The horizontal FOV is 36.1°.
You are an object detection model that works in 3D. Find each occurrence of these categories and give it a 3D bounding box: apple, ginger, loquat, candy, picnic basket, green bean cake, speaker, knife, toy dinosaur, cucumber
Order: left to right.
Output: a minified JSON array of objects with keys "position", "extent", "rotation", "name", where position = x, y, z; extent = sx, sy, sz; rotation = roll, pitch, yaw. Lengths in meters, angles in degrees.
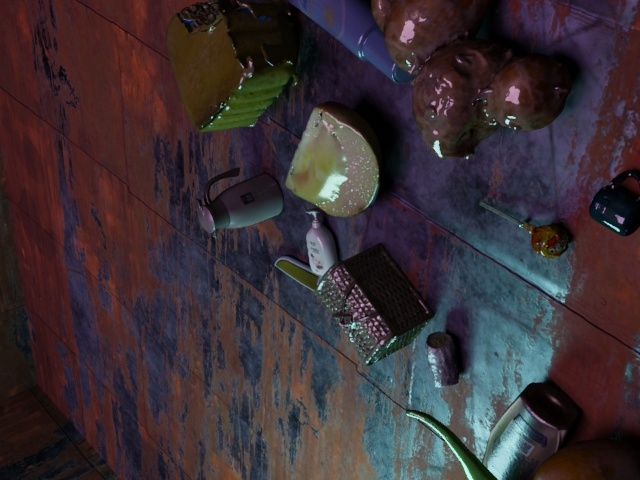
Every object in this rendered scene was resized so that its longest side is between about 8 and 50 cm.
[{"position":[-0.168,-0.400,2.040],"extent":[0.310,0.202,0.284],"rotation":[-30,73,55],"name":"green bean cake"},{"position":[-0.001,0.101,2.248],"extent":[0.343,0.027,0.061],"rotation":[26,134,44],"name":"knife"},{"position":[0.051,-0.154,1.946],"extent":[0.193,0.120,0.265],"rotation":[41,143,13],"name":"apple"},{"position":[0.101,0.135,2.016],"extent":[0.196,0.154,0.134],"rotation":[54,145,16],"name":"picnic basket"},{"position":[0.243,0.243,1.971],"extent":[0.064,0.064,0.111],"rotation":[19,128,48],"name":"cucumber"},{"position":[0.219,-0.298,1.589],"extent":[0.256,0.176,0.375],"rotation":[-46,69,36],"name":"ginger"},{"position":[0.310,0.535,1.906],"extent":[0.500,0.144,0.374],"rotation":[41,143,6],"name":"toy dinosaur"},{"position":[0.343,-0.028,1.688],"extent":[0.201,0.061,0.060],"rotation":[36,137,46],"name":"candy"},{"position":[0.461,0.430,1.671],"extent":[0.227,0.179,0.179],"rotation":[-46,69,21],"name":"loquat"},{"position":[0.456,-0.059,1.495],"extent":[0.075,0.060,0.094],"rotation":[37,137,34],"name":"speaker"}]

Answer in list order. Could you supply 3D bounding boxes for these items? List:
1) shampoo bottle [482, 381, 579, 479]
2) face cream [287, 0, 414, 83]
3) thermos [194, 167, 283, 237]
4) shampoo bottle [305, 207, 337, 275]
[{"position":[0.374,0.408,1.871],"extent":[0.126,0.084,0.350],"rotation":[38,139,21],"name":"shampoo bottle"},{"position":[0.045,-0.419,1.822],"extent":[0.385,0.086,0.135],"rotation":[47,143,33],"name":"face cream"},{"position":[-0.196,-0.092,2.247],"extent":[0.105,0.193,0.137],"rotation":[-1,109,55],"name":"thermos"},{"position":[0.000,0.000,2.169],"extent":[0.077,0.045,0.151],"rotation":[19,124,48],"name":"shampoo bottle"}]
